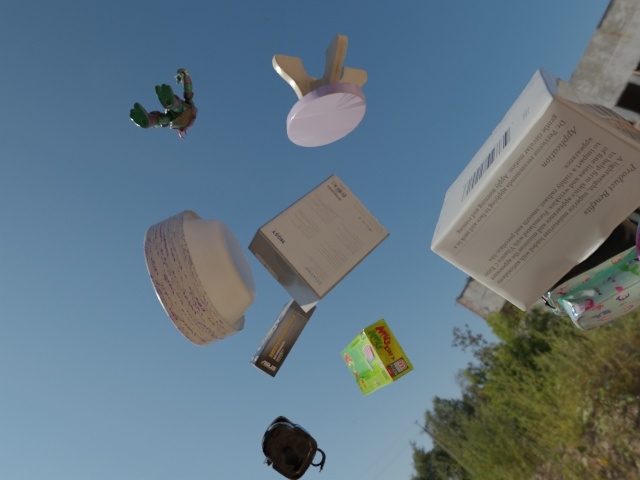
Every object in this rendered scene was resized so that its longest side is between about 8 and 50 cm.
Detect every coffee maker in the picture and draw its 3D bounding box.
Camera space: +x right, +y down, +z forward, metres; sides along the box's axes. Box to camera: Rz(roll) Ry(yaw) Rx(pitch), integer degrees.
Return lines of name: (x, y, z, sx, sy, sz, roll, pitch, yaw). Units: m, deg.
coffee maker: (-0.058, 0.503, 1.142, 0.178, 0.171, 0.120, 110, 170, -73)

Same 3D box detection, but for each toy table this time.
toy table: (0.004, -0.366, 1.175, 0.252, 0.274, 0.161, 5, -106, -34)

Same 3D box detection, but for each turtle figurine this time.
turtle figurine: (-0.351, -0.320, 1.127, 0.175, 0.118, 0.234, -51, 7, 15)

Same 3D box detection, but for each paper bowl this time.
paper bowl: (-0.239, 0.069, 1.013, 0.147, 0.284, 0.284, -25, -35, 0)

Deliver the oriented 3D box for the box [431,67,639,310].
box: (0.223, -0.060, 0.491, 0.181, 0.119, 0.182, -58, -3, 33)

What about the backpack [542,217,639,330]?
backpack: (0.553, 0.067, 0.959, 0.225, 0.191, 0.253, -33, -29, 13)

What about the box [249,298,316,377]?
box: (-0.097, 0.233, 1.138, 0.183, 0.056, 0.231, -59, 3, -17)

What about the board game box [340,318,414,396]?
board game box: (0.092, 0.209, 0.821, 0.043, 0.092, 0.181, -24, -19, -20)

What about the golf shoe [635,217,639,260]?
golf shoe: (0.555, 0.009, 0.732, 0.307, 0.115, 0.140, 65, -146, -27)

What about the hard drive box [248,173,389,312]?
hard drive box: (0.000, 0.000, 0.972, 0.232, 0.181, 0.089, -39, -6, -33)
